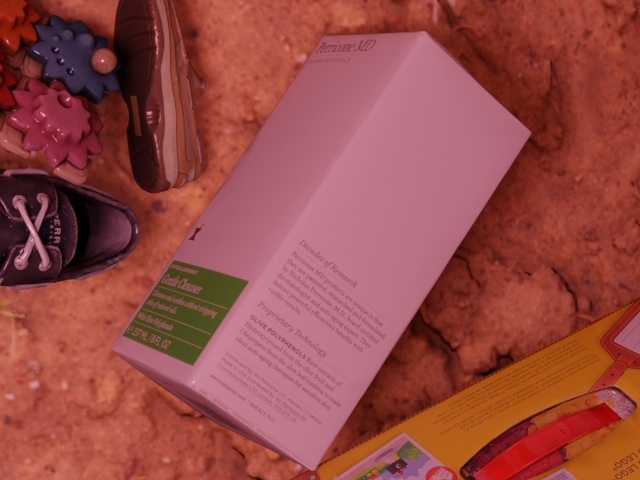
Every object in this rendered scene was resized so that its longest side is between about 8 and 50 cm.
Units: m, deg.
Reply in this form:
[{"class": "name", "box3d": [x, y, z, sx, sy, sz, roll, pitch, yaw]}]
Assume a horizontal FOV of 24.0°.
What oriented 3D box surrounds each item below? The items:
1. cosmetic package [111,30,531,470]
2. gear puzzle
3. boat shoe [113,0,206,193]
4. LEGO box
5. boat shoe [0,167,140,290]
[{"class": "cosmetic package", "box3d": [0.000, 0.000, 1.353, 0.155, 0.197, 0.365, 38, 76, -26]}, {"class": "gear puzzle", "box3d": [-0.307, -0.186, 1.190, 0.339, 0.044, 0.175, 29, 43, -23]}, {"class": "boat shoe", "box3d": [-0.137, -0.140, 1.343, 0.072, 0.068, 0.190, -16, 114, -38]}, {"class": "LEGO box", "box3d": [0.203, 0.307, 1.422, 0.500, 0.193, 0.372, -24, 135, -24]}, {"class": "boat shoe", "box3d": [-0.241, -0.008, 1.181, 0.301, 0.102, 0.108, 8, 84, -68]}]
